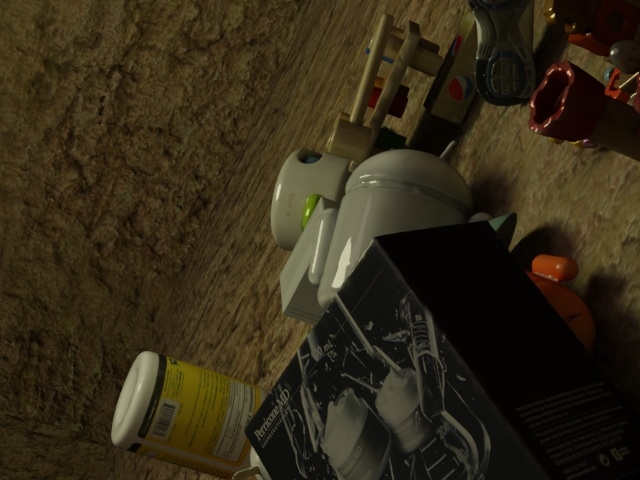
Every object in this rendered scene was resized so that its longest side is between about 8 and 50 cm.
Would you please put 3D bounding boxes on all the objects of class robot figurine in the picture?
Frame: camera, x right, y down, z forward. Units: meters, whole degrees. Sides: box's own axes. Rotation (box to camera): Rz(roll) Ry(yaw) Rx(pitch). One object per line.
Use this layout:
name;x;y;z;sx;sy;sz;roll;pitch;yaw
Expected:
robot figurine;0.232;0.101;1.220;0.128;0.158;0.219;67;170;-13
robot figurine;0.115;0.014;1.577;0.300;0.200;0.354;3;69;31

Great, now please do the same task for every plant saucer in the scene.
plant saucer;0.196;0.043;1.386;0.195;0.037;0.195;-52;-21;-29

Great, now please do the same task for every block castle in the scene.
block castle;0.379;-0.314;1.084;0.303;0.212;0.453;-175;105;-74

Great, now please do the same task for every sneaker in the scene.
sneaker;0.264;-0.348;1.539;0.129;0.111;0.297;-74;-15;-51

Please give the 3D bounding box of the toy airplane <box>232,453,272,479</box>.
toy airplane;-0.070;0.486;1.478;0.384;0.272;0.386;-54;22;42

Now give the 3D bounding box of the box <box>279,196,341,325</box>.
box;0.047;0.053;1.788;0.119;0.181;0.182;-97;31;-59

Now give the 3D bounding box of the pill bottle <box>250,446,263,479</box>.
pill bottle;0.002;0.293;1.682;0.283;0.160;0.160;126;158;-44

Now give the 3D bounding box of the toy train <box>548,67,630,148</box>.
toy train;0.347;-0.170;1.326;0.125;0.046;0.166;-69;19;-1

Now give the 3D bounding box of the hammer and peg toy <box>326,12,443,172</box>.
hammer and peg toy;0.113;-0.244;1.791;0.361;0.127;0.266;-74;8;-74

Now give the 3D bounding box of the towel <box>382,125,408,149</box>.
towel;0.081;-0.051;2.070;0.248;0.038;0.325;-114;47;-69

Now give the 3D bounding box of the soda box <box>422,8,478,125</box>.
soda box;0.242;-0.292;1.783;0.058;0.061;0.181;-110;43;-67

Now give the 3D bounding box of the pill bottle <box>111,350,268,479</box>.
pill bottle;-0.210;0.344;2.003;0.188;0.334;0.188;-58;20;35

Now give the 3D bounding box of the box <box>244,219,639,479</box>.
box;0.120;0.211;1.107;0.312;0.179;0.343;56;133;29

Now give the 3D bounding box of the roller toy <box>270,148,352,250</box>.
roller toy;-0.006;-0.066;1.928;0.209;0.146;0.191;72;-146;-60
